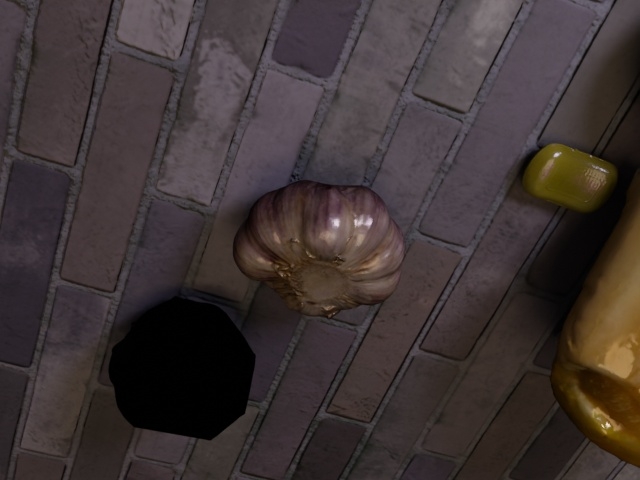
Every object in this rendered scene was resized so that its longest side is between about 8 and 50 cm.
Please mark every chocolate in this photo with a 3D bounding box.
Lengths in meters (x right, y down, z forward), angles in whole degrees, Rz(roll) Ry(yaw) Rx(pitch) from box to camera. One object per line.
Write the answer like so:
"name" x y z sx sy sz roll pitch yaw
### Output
"chocolate" -0.211 0.210 1.204 0.224 0.206 0.177 9 165 4

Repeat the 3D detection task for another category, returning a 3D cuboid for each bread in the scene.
"bread" 0.515 0.136 1.045 0.361 0.250 0.394 29 93 4

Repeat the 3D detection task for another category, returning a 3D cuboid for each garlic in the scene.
"garlic" 0.000 0.000 1.058 0.244 0.161 0.245 0 142 0

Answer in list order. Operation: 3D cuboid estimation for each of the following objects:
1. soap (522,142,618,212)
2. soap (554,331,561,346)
"soap" 0.362 -0.090 1.072 0.140 0.045 0.089 18 116 -12
"soap" 0.508 0.225 1.253 0.140 0.073 0.232 -28 119 13
